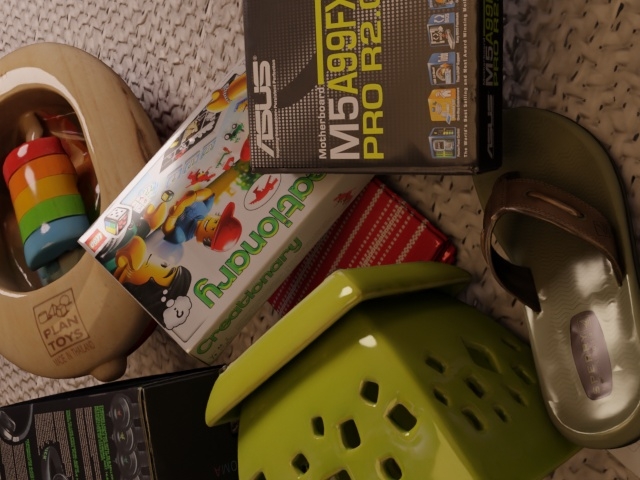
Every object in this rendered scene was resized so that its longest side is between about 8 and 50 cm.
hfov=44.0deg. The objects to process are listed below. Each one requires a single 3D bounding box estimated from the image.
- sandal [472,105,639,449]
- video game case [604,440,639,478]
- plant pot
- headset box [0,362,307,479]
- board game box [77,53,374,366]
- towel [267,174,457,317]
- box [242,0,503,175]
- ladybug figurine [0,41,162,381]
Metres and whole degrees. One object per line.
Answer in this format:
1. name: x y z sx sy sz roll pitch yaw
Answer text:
1. sandal: 0.181 0.008 0.616 0.120 0.086 0.303 -39 46 35
2. video game case: 0.355 0.111 0.522 0.244 0.061 0.270 43 118 32
3. plant pot: 0.055 0.147 0.657 0.227 0.228 0.207 -43 69 29
4. headset box: -0.156 0.207 0.834 0.283 0.246 0.131 -16 82 40
5. board game box: -0.078 -0.053 0.791 0.193 0.053 0.305 38 84 30
6. towel: 0.000 0.000 0.838 0.275 0.031 0.199 45 118 30
7. box: 0.038 -0.189 0.651 0.216 0.060 0.270 4 100 30
8. ladybug figurine: -0.305 -0.032 0.978 0.305 0.162 0.450 -25 68 15
